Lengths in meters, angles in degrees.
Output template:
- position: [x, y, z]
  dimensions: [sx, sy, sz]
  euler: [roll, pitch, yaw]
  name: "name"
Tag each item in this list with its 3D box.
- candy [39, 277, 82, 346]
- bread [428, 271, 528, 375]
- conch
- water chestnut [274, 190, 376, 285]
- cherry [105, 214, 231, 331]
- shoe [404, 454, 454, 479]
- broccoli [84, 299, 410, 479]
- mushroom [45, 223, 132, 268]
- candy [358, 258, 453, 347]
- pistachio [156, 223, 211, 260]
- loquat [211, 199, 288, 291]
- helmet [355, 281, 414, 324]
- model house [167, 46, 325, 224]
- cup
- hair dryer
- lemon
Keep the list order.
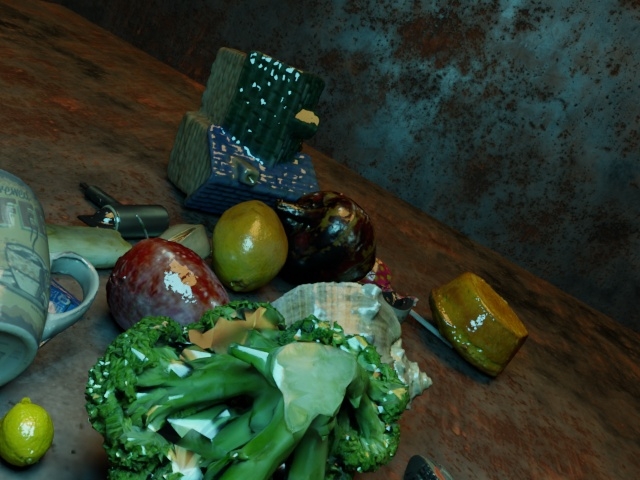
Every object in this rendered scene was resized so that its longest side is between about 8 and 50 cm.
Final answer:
- position: [-0.441, 0.113, 0.949]
  dimensions: [0.088, 0.038, 0.136]
  euler: [42, 26, -3]
  name: "candy"
- position: [0.438, 0.226, 1.656]
  dimensions: [0.312, 0.172, 0.312]
  euler: [42, 17, -15]
  name: "bread"
- position: [0.022, 0.222, 0.991]
  dimensions: [0.352, 0.297, 0.210]
  euler: [-4, 25, -18]
  name: "conch"
- position: [0.000, 0.000, 1.495]
  dimensions: [0.244, 0.289, 0.289]
  euler: [-9, 39, -37]
  name: "water chestnut"
- position: [-0.248, 0.100, 1.016]
  dimensions: [0.249, 0.192, 0.175]
  euler: [29, 43, 16]
  name: "cherry"
- position: [0.217, 0.441, 0.987]
  dimensions: [0.077, 0.074, 0.194]
  euler: [23, 17, -33]
  name: "shoe"
- position: [-0.087, 0.236, 0.742]
  dimensions: [0.413, 0.321, 0.310]
  euler: [19, -8, -21]
  name: "broccoli"
- position: [-0.489, 0.010, 1.084]
  dimensions: [0.100, 0.081, 0.312]
  euler: [43, 18, 27]
  name: "mushroom"
- position: [0.231, 0.182, 1.672]
  dimensions: [0.365, 0.124, 0.124]
  euler: [39, 19, 3]
  name: "candy"
- position: [-0.302, 0.017, 1.283]
  dimensions: [0.113, 0.113, 0.149]
  euler: [31, 24, 8]
  name: "pistachio"
- position: [-0.161, 0.010, 1.356]
  dimensions: [0.176, 0.187, 0.234]
  euler: [19, 43, -11]
  name: "loquat"
- position: [0.141, 0.178, 1.514]
  dimensions: [0.153, 0.107, 0.177]
  euler: [5, 9, -41]
  name: "helmet"
- position: [-0.150, -0.267, 1.647]
  dimensions: [0.395, 0.445, 0.400]
  euler: [15, 13, -30]
  name: "model house"
- position: [-0.442, 0.071, 0.814]
  dimensions: [0.301, 0.227, 0.257]
  euler: [16, 35, -47]
  name: "cup"
- position: [-0.493, -0.077, 1.342]
  dimensions: [0.248, 0.078, 0.195]
  euler: [28, 16, 30]
  name: "hair dryer"
- position: [-0.356, 0.229, 0.716]
  dimensions: [0.065, 0.065, 0.092]
  euler: [13, 33, -39]
  name: "lemon"
